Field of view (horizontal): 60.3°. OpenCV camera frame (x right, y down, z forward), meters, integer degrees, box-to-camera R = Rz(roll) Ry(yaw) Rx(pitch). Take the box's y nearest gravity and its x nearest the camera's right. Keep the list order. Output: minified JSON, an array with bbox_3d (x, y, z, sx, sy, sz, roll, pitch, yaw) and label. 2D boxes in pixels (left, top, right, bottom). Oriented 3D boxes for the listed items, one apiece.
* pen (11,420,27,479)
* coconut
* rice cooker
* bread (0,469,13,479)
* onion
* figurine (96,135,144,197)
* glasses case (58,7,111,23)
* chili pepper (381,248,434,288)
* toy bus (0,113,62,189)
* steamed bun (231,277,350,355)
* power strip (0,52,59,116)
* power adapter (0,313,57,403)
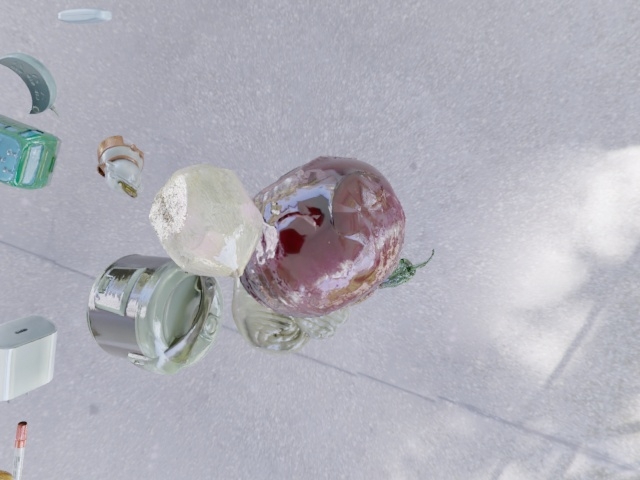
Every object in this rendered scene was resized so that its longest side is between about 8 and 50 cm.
[{"bbox_3d":[-0.802,0.596,1.460,0.028,0.028,0.239,9,97,-2],"label":"pen"},{"bbox_3d":[-0.116,-0.012,0.580,0.110,0.110,0.125,-28,69,-3],"label":"coconut"},{"bbox_3d":[-0.464,0.204,1.587,0.325,0.335,0.336,5,88,30],"label":"rice cooker"},{"bbox_3d":[-0.692,0.502,1.131,0.083,0.044,0.110,-42,127,11],"label":"bread"},{"bbox_3d":[-0.004,0.002,0.756,0.207,0.206,0.216,-30,96,-32],"label":"onion"},{"bbox_3d":[-0.577,-0.216,1.622,0.143,0.143,0.271,-47,47,-3],"label":"figurine"},{"bbox_3d":[-0.735,-0.700,1.718,0.178,0.067,0.045,5,109,19],"label":"glasses case"},{"bbox_3d":[0.157,0.072,1.354,0.065,0.278,0.122,43,67,-33],"label":"chili pepper"},{"bbox_3d":[-0.995,-0.286,1.668,0.343,0.199,0.184,21,103,1],"label":"toy bus"},{"bbox_3d":[-0.100,0.130,1.462,0.309,0.219,0.325,-13,90,-23],"label":"steamed bun"},{"bbox_3d":[-0.874,-0.470,1.679,0.137,0.044,0.216,-10,126,17],"label":"power strip"},{"bbox_3d":[-0.895,0.370,1.636,0.124,0.187,0.255,26,113,25],"label":"power adapter"}]
